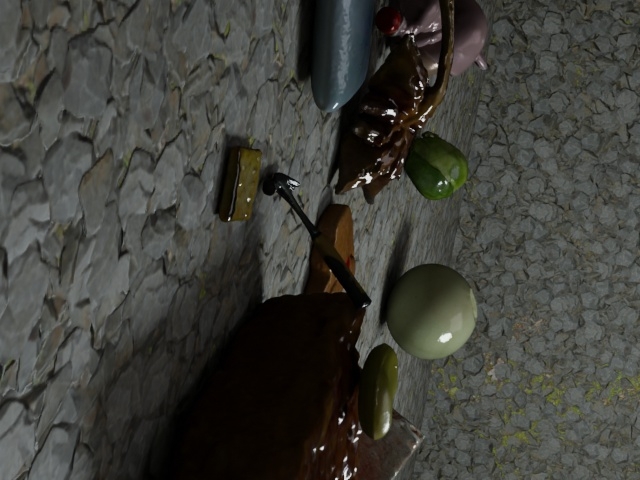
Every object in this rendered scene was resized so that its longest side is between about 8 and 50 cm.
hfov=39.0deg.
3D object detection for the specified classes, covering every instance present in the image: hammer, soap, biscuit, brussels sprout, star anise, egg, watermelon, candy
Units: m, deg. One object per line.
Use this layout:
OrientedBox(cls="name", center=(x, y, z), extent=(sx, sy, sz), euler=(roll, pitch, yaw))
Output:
OrientedBox(cls="hammer", center=(0.000, 0.000, 1.113), extent=(0.201, 0.021, 0.078), euler=(55, 20, -4))
OrientedBox(cls="soap", center=(0.071, 0.185, 1.118), extent=(0.140, 0.045, 0.089), euler=(-63, 158, -71))
OrientedBox(cls="biscuit", center=(0.017, 0.101, 1.476), extent=(0.202, 0.047, 0.334), euler=(-53, 151, -60))
OrientedBox(cls="brussels sprout", center=(0.263, -0.165, 2.066), extent=(0.131, 0.145, 0.183), euler=(-54, 166, 16))
OrientedBox(cls="star anise", center=(0.126, -0.207, 1.445), extent=(0.349, 0.109, 0.292), euler=(-59, 172, -12))
OrientedBox(cls="egg", center=(0.266, 0.170, 2.169), extent=(0.269, 0.219, 0.219), euler=(-59, 156, -53))
OrientedBox(cls="watermelon", center=(0.105, 0.428, 1.965), extent=(0.310, 0.193, 0.232), euler=(-39, 160, -49))
OrientedBox(cls="biscuit", center=(-0.086, -0.061, 0.984), extent=(0.081, 0.018, 0.083), euler=(-15, 117, -75))
OrientedBox(cls="candy", center=(0.028, -0.265, 1.161), extent=(0.138, 0.071, 0.174), euler=(-58, 157, -57))
OrientedBox(cls="biscuit", center=(-0.054, 0.284, 1.082), extent=(0.395, 0.166, 0.343), euler=(-60, 156, -61))

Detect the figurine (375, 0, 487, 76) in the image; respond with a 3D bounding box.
OrientedBox(cls="figurine", center=(0.172, -0.379, 1.561), extent=(0.287, 0.186, 0.176), euler=(22, 36, -58))
